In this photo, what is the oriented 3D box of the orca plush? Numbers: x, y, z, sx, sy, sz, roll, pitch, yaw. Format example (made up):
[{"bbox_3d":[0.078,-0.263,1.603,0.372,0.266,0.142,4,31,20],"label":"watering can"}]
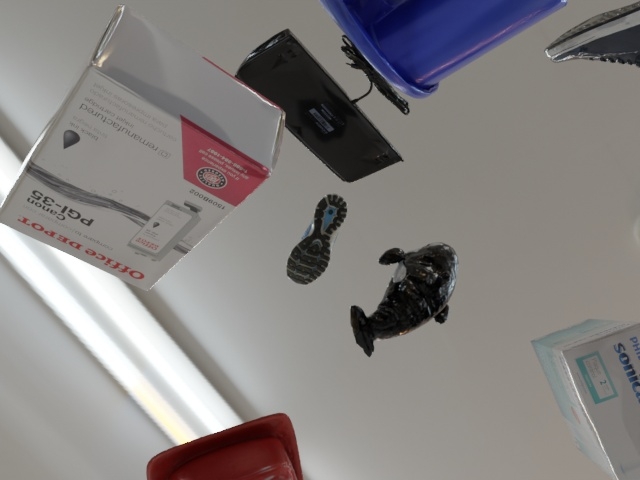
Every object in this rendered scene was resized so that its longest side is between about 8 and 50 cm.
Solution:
[{"bbox_3d":[0.156,0.065,1.063,0.102,0.287,0.151,-43,-109,45],"label":"orca plush"}]

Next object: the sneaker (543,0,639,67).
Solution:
[{"bbox_3d":[0.430,-0.238,0.905,0.226,0.086,0.163,-8,-64,49],"label":"sneaker"}]

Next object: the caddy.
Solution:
[{"bbox_3d":[0.058,-0.275,0.539,0.179,0.341,0.241,-25,-44,28],"label":"caddy"}]

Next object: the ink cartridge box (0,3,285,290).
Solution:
[{"bbox_3d":[-0.206,-0.083,0.750,0.207,0.117,0.283,30,-46,-25],"label":"ink cartridge box"}]

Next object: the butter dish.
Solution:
[{"bbox_3d":[-0.073,0.276,0.653,0.160,0.118,0.159,-13,-79,-24],"label":"butter dish"}]

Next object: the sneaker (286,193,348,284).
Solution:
[{"bbox_3d":[0.000,0.000,1.086,0.063,0.073,0.162,30,-82,2],"label":"sneaker"}]

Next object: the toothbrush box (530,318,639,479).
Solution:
[{"bbox_3d":[0.466,0.250,1.089,0.126,0.295,0.216,-22,-98,5],"label":"toothbrush box"}]

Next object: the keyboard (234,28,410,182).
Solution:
[{"bbox_3d":[0.034,-0.214,1.043,0.202,0.033,0.317,-21,-41,29],"label":"keyboard"}]
